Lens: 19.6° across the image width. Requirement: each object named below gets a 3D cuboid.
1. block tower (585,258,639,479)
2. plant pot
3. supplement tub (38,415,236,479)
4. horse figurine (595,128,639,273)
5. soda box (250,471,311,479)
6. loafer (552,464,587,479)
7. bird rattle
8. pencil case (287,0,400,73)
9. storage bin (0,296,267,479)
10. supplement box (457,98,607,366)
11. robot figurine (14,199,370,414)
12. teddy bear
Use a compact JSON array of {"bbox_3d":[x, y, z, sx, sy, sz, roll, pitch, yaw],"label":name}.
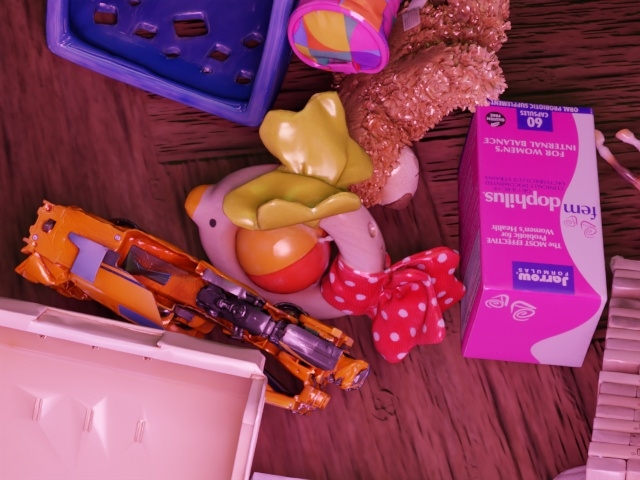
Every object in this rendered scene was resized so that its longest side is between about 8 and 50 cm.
[{"bbox_3d":[0.267,0.135,1.493,0.091,0.097,0.335,5,31,10],"label":"block tower"},{"bbox_3d":[-0.107,-0.284,1.759,0.236,0.236,0.212,21,45,7],"label":"plant pot"},{"bbox_3d":[-0.151,0.165,1.472,0.190,0.117,0.117,11,52,1],"label":"supplement tub"},{"bbox_3d":[0.364,-0.046,1.740,0.263,0.066,0.174,-16,69,-27],"label":"horse figurine"},{"bbox_3d":[0.076,0.261,1.446,0.286,0.098,0.091,9,52,-3],"label":"soda box"},{"bbox_3d":[0.330,0.261,1.479,0.319,0.111,0.112,14,33,24],"label":"loafer"},{"bbox_3d":[0.000,0.000,1.581,0.207,0.253,0.143,-8,47,35],"label":"bird rattle"},{"bbox_3d":[0.046,-0.254,1.684,0.104,0.104,0.236,19,54,6],"label":"pencil case"},{"bbox_3d":[-0.187,0.191,1.355,0.262,0.260,0.123,12,8,1],"label":"storage bin"},{"bbox_3d":[0.187,-0.008,1.661,0.111,0.114,0.220,5,54,-4],"label":"supplement box"},{"bbox_3d":[-0.097,0.062,1.530,0.291,0.211,0.085,26,86,11],"label":"robot figurine"},{"bbox_3d":[0.092,-0.152,1.704,0.113,0.245,0.338,46,49,-29],"label":"teddy bear"}]
